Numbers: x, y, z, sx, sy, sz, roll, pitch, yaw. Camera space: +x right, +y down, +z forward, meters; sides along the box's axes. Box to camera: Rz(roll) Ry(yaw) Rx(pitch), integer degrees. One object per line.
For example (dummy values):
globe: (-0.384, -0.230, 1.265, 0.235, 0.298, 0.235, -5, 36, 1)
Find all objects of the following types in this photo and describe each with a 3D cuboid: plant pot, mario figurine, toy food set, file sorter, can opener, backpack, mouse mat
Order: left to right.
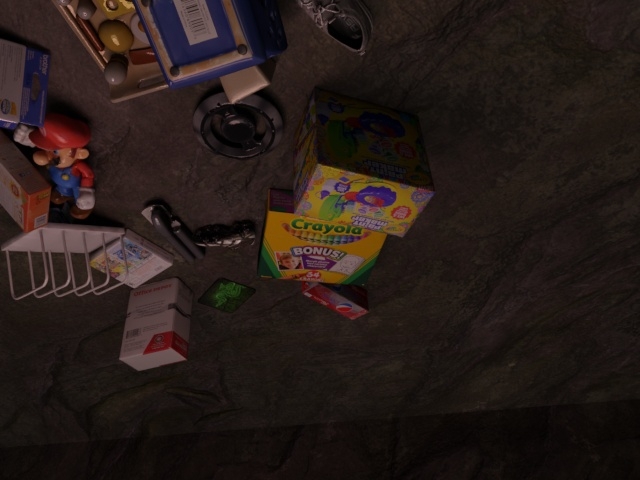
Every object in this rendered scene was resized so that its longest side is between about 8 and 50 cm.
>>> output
backpack: (-0.780, -0.064, 1.640, 0.105, 0.084, 0.114, -3, 144, 4)
mario figurine: (-0.675, -0.182, 1.436, 0.198, 0.170, 0.321, 3, 143, -11)
file sorter: (-0.729, 0.066, 1.636, 0.192, 0.173, 0.277, -21, 167, 30)
toy food set: (-0.430, -0.444, 1.189, 0.219, 0.092, 0.306, -12, 140, 12)
can opener: (-0.449, -0.013, 1.725, 0.074, 0.093, 0.280, -15, 144, 14)
plant pot: (-0.213, -0.429, 1.073, 0.235, 0.212, 0.236, -12, 117, 12)
mouse mat: (-0.344, 0.203, 2.055, 0.152, 0.007, 0.189, 23, 134, -27)
plant pot: (-0.176, -0.391, 1.268, 0.109, 0.109, 0.096, -21, 125, 21)

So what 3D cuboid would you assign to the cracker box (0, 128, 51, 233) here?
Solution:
cracker box: (-0.787, -0.154, 1.438, 0.232, 0.067, 0.156, 45, 136, 10)

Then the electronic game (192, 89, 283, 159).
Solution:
electronic game: (-0.208, -0.288, 1.427, 0.229, 0.048, 0.229, -2, 142, -2)

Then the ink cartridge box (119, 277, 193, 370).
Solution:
ink cartridge box: (-0.558, 0.285, 1.935, 0.196, 0.273, 0.114, -14, 143, 14)

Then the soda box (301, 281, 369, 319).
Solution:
soda box: (0.054, 0.184, 1.986, 0.083, 0.092, 0.263, -33, 131, 31)

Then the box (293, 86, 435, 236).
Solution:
box: (0.095, -0.189, 1.386, 0.289, 0.279, 0.177, 11, 139, -17)

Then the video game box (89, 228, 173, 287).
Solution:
video game box: (-0.617, 0.063, 1.835, 0.205, 0.048, 0.187, -28, 136, 27)

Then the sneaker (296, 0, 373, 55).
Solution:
sneaker: (0.012, -0.490, 1.141, 0.281, 0.115, 0.105, 29, 131, -33)

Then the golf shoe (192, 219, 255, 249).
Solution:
golf shoe: (-0.298, -0.001, 1.753, 0.198, 0.077, 0.094, -6, 141, 6)

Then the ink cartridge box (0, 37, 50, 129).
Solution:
ink cartridge box: (-0.742, -0.347, 1.177, 0.311, 0.186, 0.065, 7, 167, -36)

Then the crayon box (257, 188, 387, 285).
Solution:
crayon box: (0.000, 0.000, 1.747, 0.362, 0.106, 0.313, 5, 140, -10)
